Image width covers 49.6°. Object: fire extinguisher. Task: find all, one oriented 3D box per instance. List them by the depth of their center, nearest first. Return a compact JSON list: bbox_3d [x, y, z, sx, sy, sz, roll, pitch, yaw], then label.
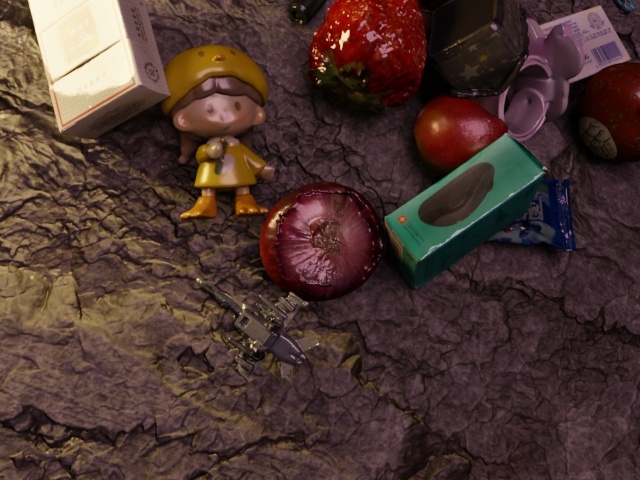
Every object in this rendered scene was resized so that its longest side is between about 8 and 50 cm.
[{"bbox_3d":[0.237,-0.436,1.582,0.104,0.105,0.269,-20,82,-21],"label":"fire extinguisher"}]

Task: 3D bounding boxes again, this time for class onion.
[{"bbox_3d":[0.003,0.004,1.354,0.248,0.161,0.248,3,75,-11],"label":"onion"}]

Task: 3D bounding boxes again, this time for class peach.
[{"bbox_3d":[0.304,-0.231,1.491,0.192,0.190,0.190,-16,77,17],"label":"peach"}]

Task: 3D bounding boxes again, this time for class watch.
[{"bbox_3d":[0.445,-0.349,1.546,0.217,0.211,0.248,-24,124,-29],"label":"watch"}]

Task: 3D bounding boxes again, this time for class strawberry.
[{"bbox_3d":[0.114,-0.414,1.453,0.257,0.257,0.277,26,79,-8],"label":"strawberry"}]

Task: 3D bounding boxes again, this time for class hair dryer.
[{"bbox_3d":[-0.083,-0.576,1.561,0.197,0.057,0.100,35,67,4],"label":"hair dryer"}]

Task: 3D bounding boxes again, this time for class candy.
[{"bbox_3d":[0.414,-0.059,1.543,0.331,0.077,0.187,3,72,-12],"label":"candy"}]

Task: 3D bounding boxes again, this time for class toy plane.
[{"bbox_3d":[-0.135,0.154,1.309,0.262,0.088,0.192,35,95,-1],"label":"toy plane"}]

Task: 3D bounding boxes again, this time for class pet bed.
[{"bbox_3d":[0.339,-0.413,1.446,0.159,0.183,0.211,45,38,-30],"label":"pet bed"}]

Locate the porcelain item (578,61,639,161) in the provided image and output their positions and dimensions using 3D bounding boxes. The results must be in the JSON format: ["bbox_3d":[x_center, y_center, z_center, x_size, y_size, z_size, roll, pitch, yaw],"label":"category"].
[{"bbox_3d":[0.736,-0.297,1.611,0.253,0.253,0.253,5,73,-16],"label":"porcelain item"}]

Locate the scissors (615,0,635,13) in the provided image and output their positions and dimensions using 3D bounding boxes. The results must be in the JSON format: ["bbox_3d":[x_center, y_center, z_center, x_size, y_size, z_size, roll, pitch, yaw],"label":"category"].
[{"bbox_3d":[0.723,-0.775,1.867,0.180,0.032,0.393,-33,86,-22],"label":"scissors"}]

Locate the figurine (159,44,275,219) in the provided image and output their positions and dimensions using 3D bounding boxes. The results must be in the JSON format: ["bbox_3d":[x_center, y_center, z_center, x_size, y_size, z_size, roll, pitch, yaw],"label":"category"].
[{"bbox_3d":[-0.203,-0.211,1.348,0.215,0.187,0.344,0,80,-26],"label":"figurine"}]

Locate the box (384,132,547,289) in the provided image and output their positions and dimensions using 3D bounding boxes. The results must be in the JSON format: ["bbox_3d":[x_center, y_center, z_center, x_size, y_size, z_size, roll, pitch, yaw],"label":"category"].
[{"bbox_3d":[0.280,-0.053,1.386,0.311,0.205,0.118,-34,72,-6],"label":"box"}]

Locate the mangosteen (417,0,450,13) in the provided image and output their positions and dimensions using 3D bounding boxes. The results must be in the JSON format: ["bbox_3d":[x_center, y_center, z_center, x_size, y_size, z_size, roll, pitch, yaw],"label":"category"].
[{"bbox_3d":[0.333,-0.634,1.569,0.306,0.306,0.359,-33,97,-22],"label":"mangosteen"}]

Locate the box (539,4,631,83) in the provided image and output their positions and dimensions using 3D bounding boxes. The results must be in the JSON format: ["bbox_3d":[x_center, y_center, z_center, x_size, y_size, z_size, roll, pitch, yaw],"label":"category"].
[{"bbox_3d":[0.607,-0.459,1.705,0.265,0.097,0.168,-24,83,-22],"label":"box"}]

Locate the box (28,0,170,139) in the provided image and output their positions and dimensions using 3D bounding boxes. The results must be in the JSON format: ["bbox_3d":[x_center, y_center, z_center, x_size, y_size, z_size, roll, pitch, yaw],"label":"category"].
[{"bbox_3d":[-0.426,-0.386,1.311,0.095,0.210,0.330,2,68,-64],"label":"box"}]
